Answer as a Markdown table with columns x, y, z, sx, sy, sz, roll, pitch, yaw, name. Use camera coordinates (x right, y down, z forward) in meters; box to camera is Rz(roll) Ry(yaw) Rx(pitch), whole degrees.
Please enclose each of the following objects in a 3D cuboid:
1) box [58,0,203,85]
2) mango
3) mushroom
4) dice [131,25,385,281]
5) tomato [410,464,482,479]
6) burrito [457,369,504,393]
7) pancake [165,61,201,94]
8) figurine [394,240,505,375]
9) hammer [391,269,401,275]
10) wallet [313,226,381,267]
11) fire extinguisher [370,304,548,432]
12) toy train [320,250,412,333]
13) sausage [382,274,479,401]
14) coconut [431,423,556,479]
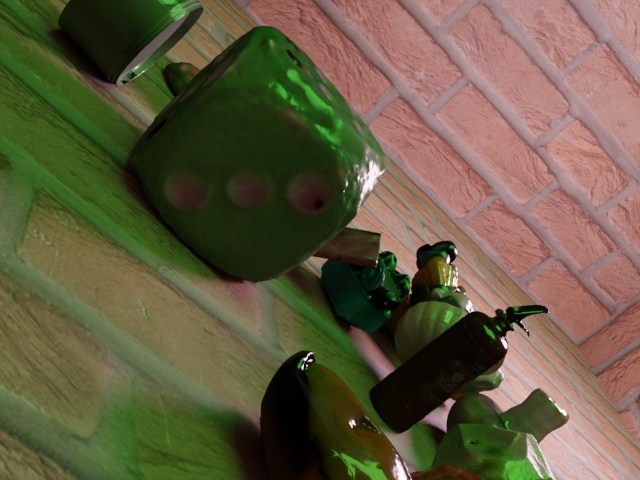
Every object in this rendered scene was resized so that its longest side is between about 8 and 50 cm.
| x | y | z | sx | sy | sz | roll | pitch | yaw | name |
| --- | --- | --- | --- | --- | --- | --- | --- | --- | --- |
| -0.346 | -0.413 | 1.754 | 0.149 | 0.226 | 0.226 | 48 | 15 | -6 | box |
| 0.019 | 0.287 | 1.225 | 0.201 | 0.152 | 0.287 | 17 | 33 | -39 | mango |
| 0.376 | 0.386 | 1.871 | 0.243 | 0.243 | 0.243 | 45 | 16 | -16 | mushroom |
| -0.100 | -0.150 | 1.618 | 0.322 | 0.330 | 0.318 | 46 | 17 | -18 | dice |
| 0.179 | 0.422 | 1.294 | 0.232 | 0.189 | 0.232 | 45 | 18 | -19 | tomato |
| 0.272 | 0.285 | 1.938 | 0.064 | 0.203 | 0.064 | -7 | 90 | -80 | burrito |
| -0.234 | -0.300 | 2.143 | 0.294 | 0.049 | 0.294 | 44 | 17 | -17 | pancake |
| 0.229 | 0.149 | 1.922 | 0.332 | 0.205 | 0.185 | -113 | -171 | -53 | figurine |
| 0.160 | 0.107 | 2.163 | 0.062 | 0.017 | 0.182 | 38 | -21 | 11 | hammer |
| 0.000 | 0.000 | 1.845 | 0.232 | 0.025 | 0.119 | 10 | 31 | 1 | wallet |
| 0.258 | 0.214 | 1.718 | 0.138 | 0.344 | 0.102 | 35 | 21 | -44 | fire extinguisher |
| 0.088 | 0.088 | 1.916 | 0.107 | 0.154 | 0.197 | 32 | 22 | -40 | toy train |
| 0.219 | 0.203 | 2.074 | 0.354 | 0.116 | 0.134 | 45 | -4 | 3 | sausage |
| 0.281 | 0.411 | 1.576 | 0.235 | 0.236 | 0.204 | 55 | 3 | 18 | coconut |
